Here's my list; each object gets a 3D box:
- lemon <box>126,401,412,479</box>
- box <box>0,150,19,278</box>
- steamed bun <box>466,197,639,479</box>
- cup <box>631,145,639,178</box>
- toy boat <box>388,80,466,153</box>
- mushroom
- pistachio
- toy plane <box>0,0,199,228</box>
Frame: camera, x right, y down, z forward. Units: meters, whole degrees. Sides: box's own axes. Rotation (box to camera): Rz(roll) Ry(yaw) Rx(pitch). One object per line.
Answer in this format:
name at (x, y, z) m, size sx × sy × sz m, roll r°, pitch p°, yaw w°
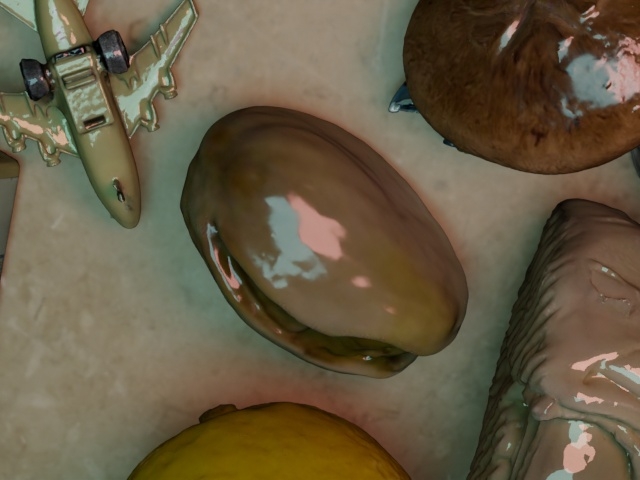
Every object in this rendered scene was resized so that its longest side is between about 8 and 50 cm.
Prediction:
lemon at (-0.043, 0.313, 1.683) m, size 0.348 × 0.348 × 0.348 m, roll 1°, pitch 105°, yaw 4°
box at (-0.382, 0.026, 1.671) m, size 0.045 × 0.270 × 0.211 m, roll 22°, pitch 109°, yaw 29°
steamed bun at (0.256, 0.146, 1.622) m, size 0.219 × 0.324 × 0.310 m, roll 15°, pitch 114°, yaw 0°
cup at (0.381, -0.057, 1.617) m, size 0.221 × 0.202 × 0.167 m, roll 16°, pitch 108°, yaw -1°
toy boat at (0.129, -0.110, 1.693) m, size 0.137 × 0.060 × 0.061 m, roll 17°, pitch 84°, yaw -4°
mushroom at (0.203, -0.186, 1.603) m, size 0.278 × 0.146 × 0.278 m, roll -6°, pitch 74°, yaw 21°
pistachio at (0.000, 0.000, 1.691) m, size 0.288 × 0.197 × 0.166 m, roll 41°, pitch 147°, yaw -18°
toy plane at (-0.210, -0.130, 1.698) m, size 0.242 × 0.104 × 0.256 m, roll -20°, pitch 96°, yaw -7°
